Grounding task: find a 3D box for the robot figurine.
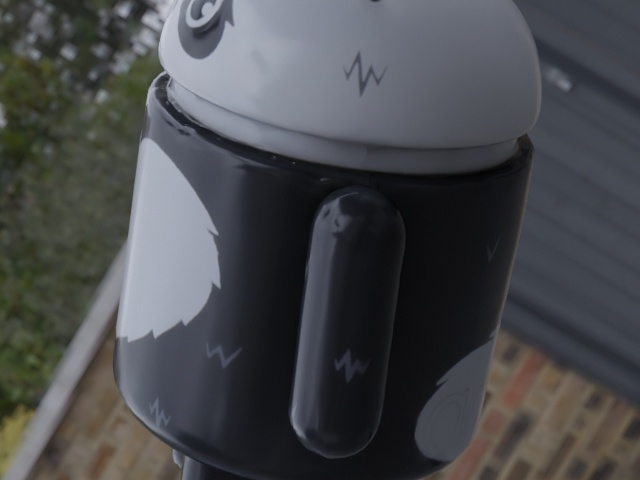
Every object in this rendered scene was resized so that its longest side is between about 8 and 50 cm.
[{"bbox_3d":[-0.002,-0.001,0.835,0.173,0.209,0.278,-12,-60,-45],"label":"robot figurine"}]
